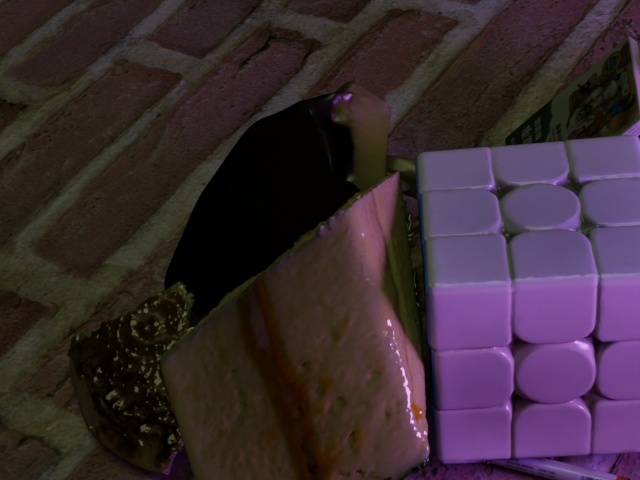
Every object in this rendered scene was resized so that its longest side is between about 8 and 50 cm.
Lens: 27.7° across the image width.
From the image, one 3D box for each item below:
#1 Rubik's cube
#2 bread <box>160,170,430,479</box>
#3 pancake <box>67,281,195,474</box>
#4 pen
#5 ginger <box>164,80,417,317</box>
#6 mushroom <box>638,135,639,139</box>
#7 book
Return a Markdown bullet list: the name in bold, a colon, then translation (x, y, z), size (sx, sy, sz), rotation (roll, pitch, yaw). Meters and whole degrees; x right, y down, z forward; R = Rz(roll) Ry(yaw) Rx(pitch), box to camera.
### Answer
- **Rubik's cube**: translation (0.271, 0.072, 1.609), size (0.291, 0.292, 0.290), rotation (-5, 36, 5)
- **bread**: translation (0.001, 0.175, 1.583), size (0.345, 0.405, 0.242), rotation (-26, -3, 21)
- **pancake**: translation (-0.233, 0.175, 1.779), size (0.266, 0.057, 0.244), rotation (26, 74, 32)
- **pen**: translation (0.264, 0.277, 1.605), size (0.239, 0.028, 0.028), rotation (11, 48, 24)
- **ginger**: translation (0.000, 0.000, 1.842), size (0.413, 0.211, 0.358), rotation (-50, 42, 9)
- **mushroom**: translation (0.529, -0.171, 1.874), size (0.243, 0.243, 0.243), rotation (-7, 43, 7)
- **book**: translation (0.374, -0.159, 1.919), size (0.264, 0.027, 0.202), rotation (-41, 29, 36)
